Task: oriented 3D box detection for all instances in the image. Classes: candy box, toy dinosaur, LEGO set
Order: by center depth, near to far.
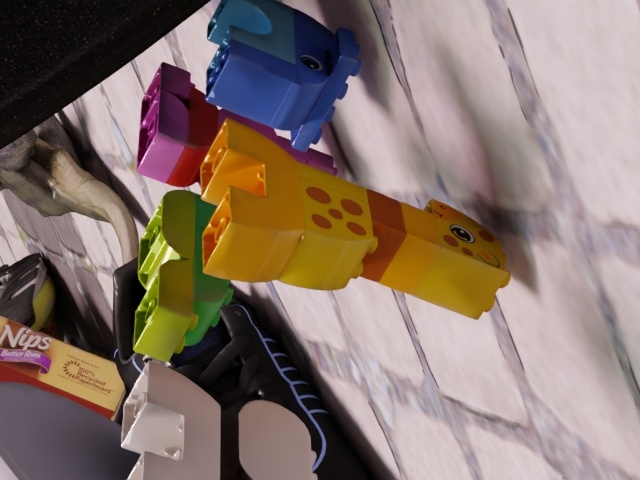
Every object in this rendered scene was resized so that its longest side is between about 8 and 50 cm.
[{"bbox_3d":[0.000,0.000,0.583,0.087,0.093,0.227,-59,19,31],"label":"LEGO set"},{"bbox_3d":[-0.164,-0.053,1.079,0.268,0.064,0.118,32,151,58],"label":"toy dinosaur"},{"bbox_3d":[-0.195,0.116,1.342,0.109,0.053,0.186,22,161,0],"label":"candy box"}]

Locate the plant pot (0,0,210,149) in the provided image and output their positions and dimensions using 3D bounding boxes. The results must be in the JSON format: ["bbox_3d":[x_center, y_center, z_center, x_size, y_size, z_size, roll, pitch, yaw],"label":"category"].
[{"bbox_3d":[-0.116,-0.121,0.595,0.188,0.167,0.187,-152,39,-79],"label":"plant pot"}]

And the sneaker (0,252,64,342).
[{"bbox_3d":[-0.226,0.069,1.444,0.094,0.081,0.208,56,169,-8],"label":"sneaker"}]

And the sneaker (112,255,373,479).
[{"bbox_3d":[-0.040,0.083,0.845,0.232,0.081,0.090,39,156,57],"label":"sneaker"}]

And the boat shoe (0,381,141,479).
[{"bbox_3d":[-0.066,0.223,0.867,0.367,0.156,0.136,38,-164,25],"label":"boat shoe"}]
